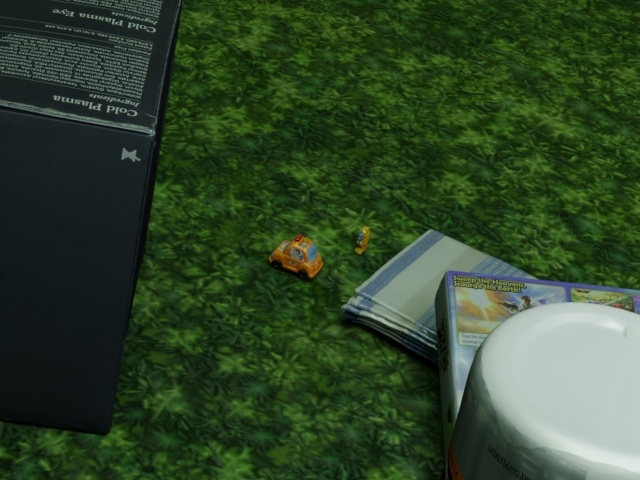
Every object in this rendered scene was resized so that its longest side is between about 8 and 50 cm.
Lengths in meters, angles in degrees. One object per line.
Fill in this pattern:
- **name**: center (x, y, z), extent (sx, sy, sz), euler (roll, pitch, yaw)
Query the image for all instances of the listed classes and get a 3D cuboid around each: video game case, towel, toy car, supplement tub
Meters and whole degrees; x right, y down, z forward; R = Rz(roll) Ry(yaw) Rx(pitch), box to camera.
- **video game case**: center (0.251, 0.153, 1.561), extent (0.269, 0.061, 0.244), euler (6, 51, -8)
- **towel**: center (0.187, 0.090, 1.713), extent (0.285, 0.034, 0.209), euler (27, 35, 19)
- **toy car**: center (0.000, 0.000, 1.784), extent (0.060, 0.040, 0.122), euler (32, 40, 29)
- **supplement tub**: center (0.170, 0.218, 1.124), extent (0.193, 0.316, 0.193), euler (7, 33, -4)

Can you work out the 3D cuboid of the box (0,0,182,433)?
- **box**: center (-0.247, -0.054, 1.524), extent (0.179, 0.343, 0.312), euler (9, 33, -6)
